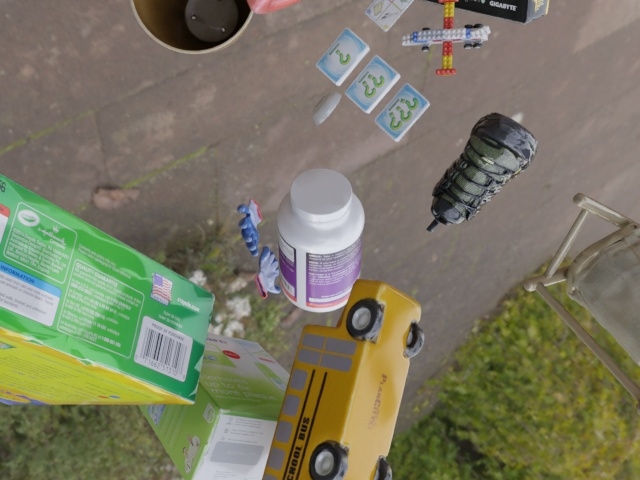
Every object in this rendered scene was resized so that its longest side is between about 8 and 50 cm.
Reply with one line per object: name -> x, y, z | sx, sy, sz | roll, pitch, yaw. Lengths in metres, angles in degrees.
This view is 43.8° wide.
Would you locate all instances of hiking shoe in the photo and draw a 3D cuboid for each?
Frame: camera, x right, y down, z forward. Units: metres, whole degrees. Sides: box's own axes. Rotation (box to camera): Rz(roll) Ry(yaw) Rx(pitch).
hiking shoe -> 0.196, -0.072, 0.999 | 0.114, 0.086, 0.227 | -57, 175, -18

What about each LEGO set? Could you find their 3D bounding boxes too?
LEGO set -> 0.125, -0.294, 1.158 | 0.244, 0.182, 0.060 | -48, 164, 14

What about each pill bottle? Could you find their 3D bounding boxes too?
pill bottle -> 0.000, 0.000, 1.689 | 0.181, 0.181, 0.323 | -31, 149, -22

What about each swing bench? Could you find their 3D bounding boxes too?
swing bench -> 0.465, 0.074, 1.060 | 0.255, 0.253, 0.165 | -1, 129, -31

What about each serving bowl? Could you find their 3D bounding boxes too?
serving bowl -> 0.008, -0.286, 1.701 | 0.083, 0.027, 0.083 | -47, -164, 18

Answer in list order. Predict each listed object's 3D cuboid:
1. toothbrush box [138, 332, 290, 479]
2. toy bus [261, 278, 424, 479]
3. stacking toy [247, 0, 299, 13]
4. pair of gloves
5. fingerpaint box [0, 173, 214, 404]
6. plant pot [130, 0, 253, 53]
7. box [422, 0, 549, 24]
toothbrush box -> -0.138, 0.244, 1.182 | 0.206, 0.283, 0.122 | 17, 98, -35
toy bus -> 0.025, 0.218, 1.008 | 0.108, 0.130, 0.332 | 29, 71, -44
stacking toy -> 0.068, -0.290, 0.515 | 0.309, 0.130, 0.279 | -22, -167, 40
pair of gloves -> -0.111, 0.017, 1.480 | 0.023, 0.198, 0.159 | -16, -162, 10
fingerpaint box -> -0.416, 0.069, 0.968 | 0.371, 0.163, 0.445 | -8, 152, 32
plant pot -> -0.231, -0.472, 1.582 | 0.237, 0.237, 0.254 | -45, -178, 4
box -> 0.274, -0.560, 1.464 | 0.079, 0.322, 0.257 | -29, 131, -37
